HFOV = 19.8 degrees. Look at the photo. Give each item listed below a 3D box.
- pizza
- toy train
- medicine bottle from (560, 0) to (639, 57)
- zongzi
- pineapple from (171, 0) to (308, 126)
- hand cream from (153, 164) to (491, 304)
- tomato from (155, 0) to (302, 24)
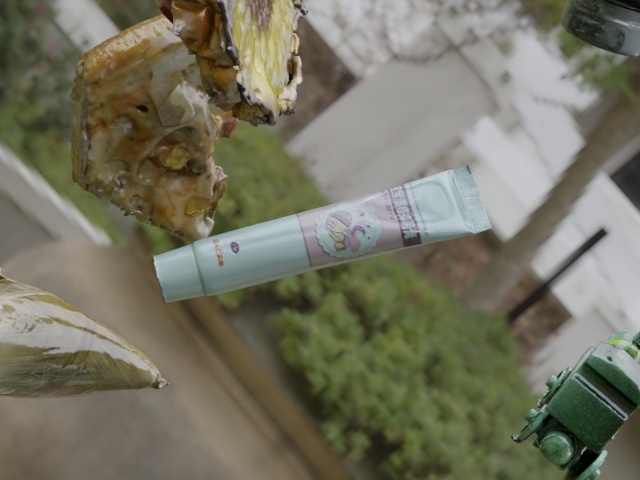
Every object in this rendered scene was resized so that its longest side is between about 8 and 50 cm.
[{"bbox_3d":[-0.170,-0.100,1.939,0.071,0.189,0.297,49,-32,43],"label":"pizza"},{"bbox_3d":[0.252,0.142,1.665,0.083,0.132,0.200,40,22,4],"label":"toy train"},{"bbox_3d":[0.337,-0.334,1.841,0.141,0.293,0.141,17,23,-7],"label":"medicine bottle"},{"bbox_3d":[-0.241,0.103,1.607,0.197,0.099,0.194,22,11,6],"label":"zongzi"},{"bbox_3d":[-0.054,-0.172,1.198,0.221,0.047,0.221,-5,90,-74],"label":"pineapple"},{"bbox_3d":[0.000,0.000,1.820,0.058,0.331,0.085,82,-7,-50],"label":"hand cream"},{"bbox_3d":[-0.096,-0.247,1.681,0.091,0.159,0.139,-35,128,-66],"label":"tomato"}]
